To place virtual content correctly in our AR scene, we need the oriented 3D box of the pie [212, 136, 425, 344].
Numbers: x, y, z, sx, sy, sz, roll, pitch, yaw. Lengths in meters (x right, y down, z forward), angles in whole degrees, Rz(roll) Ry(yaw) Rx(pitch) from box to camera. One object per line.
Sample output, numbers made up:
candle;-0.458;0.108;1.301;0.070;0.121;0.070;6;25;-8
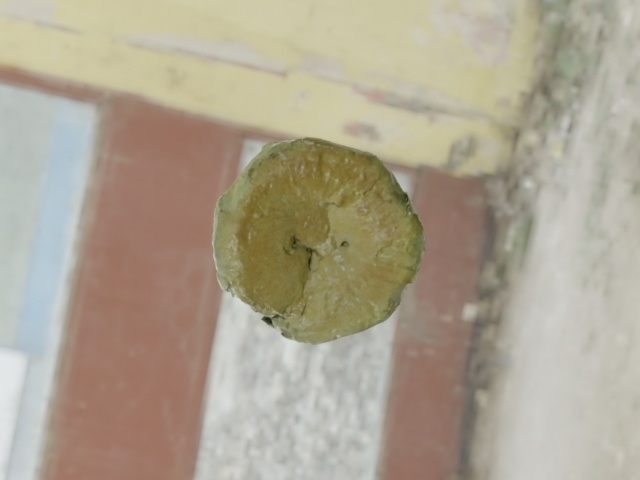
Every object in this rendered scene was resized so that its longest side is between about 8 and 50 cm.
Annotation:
pie;0.000;0.000;0.676;0.020;0.084;0.084;-119;43;-73
